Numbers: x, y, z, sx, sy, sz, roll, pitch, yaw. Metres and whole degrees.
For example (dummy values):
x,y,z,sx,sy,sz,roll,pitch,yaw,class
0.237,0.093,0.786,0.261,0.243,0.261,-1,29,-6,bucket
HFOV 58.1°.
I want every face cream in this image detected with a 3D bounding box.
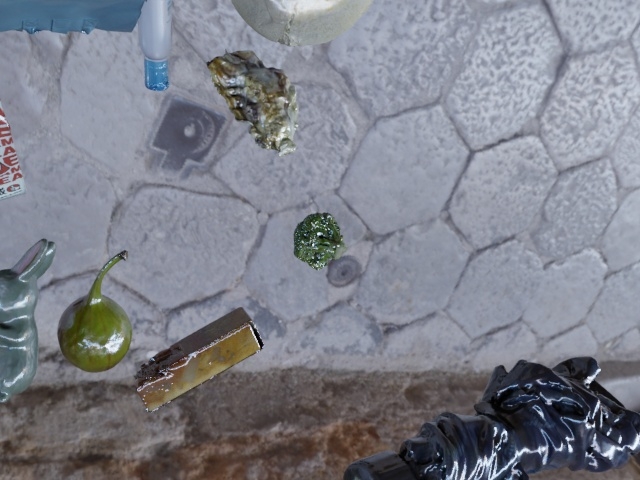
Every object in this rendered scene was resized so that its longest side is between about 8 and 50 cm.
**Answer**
x,y,z,sx,sy,sz,roll,pitch,yaw,class
-0.400,-0.529,1.393,0.080,0.163,0.337,2,128,-11,face cream

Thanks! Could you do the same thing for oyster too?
x,y,z,sx,sy,sz,roll,pitch,yaw,class
-0.137,-0.365,1.428,0.201,0.355,0.107,-18,162,-40,oyster

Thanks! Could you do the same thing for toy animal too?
x,y,z,sx,sy,sz,roll,pitch,yaw,class
-0.465,0.112,0.852,0.108,0.138,0.237,8,79,-4,toy animal

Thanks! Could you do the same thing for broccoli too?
x,y,z,sx,sy,sz,roll,pitch,yaw,class
0.000,0.000,1.476,0.146,0.137,0.162,-60,150,-1,broccoli

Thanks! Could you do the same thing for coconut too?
x,y,z,sx,sy,sz,roll,pitch,yaw,class
-0.039,-0.586,1.191,0.346,0.360,0.346,-2,117,-4,coconut

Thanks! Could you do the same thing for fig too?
x,y,z,sx,sy,sz,roll,pitch,yaw,class
-0.362,0.112,0.949,0.124,0.124,0.236,3,125,-31,fig

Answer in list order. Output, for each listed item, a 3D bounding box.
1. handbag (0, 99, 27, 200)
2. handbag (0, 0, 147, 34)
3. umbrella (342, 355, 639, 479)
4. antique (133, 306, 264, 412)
x,y,z,sx,sy,sz,roll,pitch,yaw,class
-0.614,-0.175,0.963,0.171,0.151,0.298,-23,165,-27,handbag
-0.369,-0.337,0.815,0.221,0.144,0.057,-13,86,-31,handbag
0.112,0.117,0.348,0.224,0.080,0.071,-5,132,-32,umbrella
-0.295,0.283,1.378,0.309,0.087,0.093,-28,119,-14,antique
